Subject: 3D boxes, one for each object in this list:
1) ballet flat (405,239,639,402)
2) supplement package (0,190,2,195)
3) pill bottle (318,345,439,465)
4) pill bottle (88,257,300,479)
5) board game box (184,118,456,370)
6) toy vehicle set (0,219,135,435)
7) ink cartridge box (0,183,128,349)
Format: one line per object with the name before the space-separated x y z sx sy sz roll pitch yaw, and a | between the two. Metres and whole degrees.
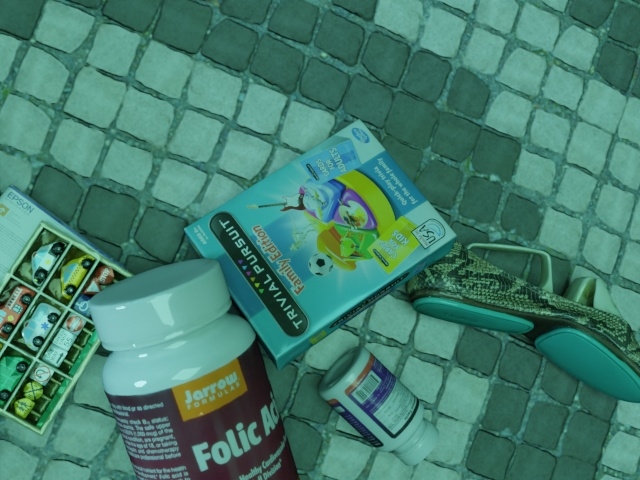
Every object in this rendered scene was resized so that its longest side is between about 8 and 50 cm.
ballet flat | 0.378 0.109 1.363 0.483 0.164 0.182 24 67 -10
supplement package | -0.606 -0.152 1.111 0.178 0.175 0.292 -32 95 -14
pill bottle | 0.099 0.272 1.303 0.193 0.108 0.108 45 79 -9
pill bottle | -0.177 0.238 1.149 0.224 0.224 0.391 -19 103 -13
board game box | 0.000 0.000 1.255 0.336 0.079 0.253 -34 72 -13
toy vehicle set | -0.406 0.127 1.174 0.166 0.035 0.266 32 80 -12
ink cartridge box | -0.446 0.068 1.209 0.223 0.045 0.224 39 79 -10
